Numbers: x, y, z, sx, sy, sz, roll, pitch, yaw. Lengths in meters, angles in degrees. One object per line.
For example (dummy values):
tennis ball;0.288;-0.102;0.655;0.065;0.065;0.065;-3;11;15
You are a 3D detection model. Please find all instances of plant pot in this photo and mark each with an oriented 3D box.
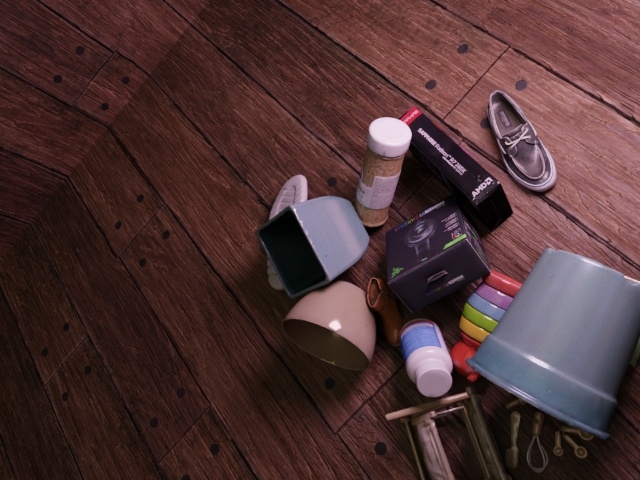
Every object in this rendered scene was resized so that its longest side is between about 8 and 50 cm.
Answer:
plant pot;0.563;0.216;1.315;0.341;0.341;0.333;26;91;33
plant pot;0.051;0.233;1.708;0.284;0.284;0.190;9;58;31
plant pot;0.000;0.000;1.769;0.247;0.252;0.247;-31;86;54

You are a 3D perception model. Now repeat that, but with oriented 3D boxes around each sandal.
sandal;-0.101;-0.023;1.958;0.170;0.102;0.415;-11;63;44

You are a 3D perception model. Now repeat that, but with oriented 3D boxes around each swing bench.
swing bench;0.341;0.546;1.493;0.255;0.165;0.253;-23;64;16

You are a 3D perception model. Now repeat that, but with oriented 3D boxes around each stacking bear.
stacking bear;0.448;0.236;1.533;0.175;0.164;0.288;36;105;56

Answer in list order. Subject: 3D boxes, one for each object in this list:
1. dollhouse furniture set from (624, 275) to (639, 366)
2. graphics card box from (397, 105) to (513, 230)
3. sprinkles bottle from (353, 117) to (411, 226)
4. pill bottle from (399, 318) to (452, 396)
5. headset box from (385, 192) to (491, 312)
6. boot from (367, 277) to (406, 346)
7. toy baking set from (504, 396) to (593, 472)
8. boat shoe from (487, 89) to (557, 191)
dollhouse furniture set;0.777;0.194;1.347;0.302;0.151;0.197;26;81;33
graphics card box;0.386;-0.208;1.660;0.094;0.233;0.370;-42;58;8
sprinkles bottle;0.177;-0.194;1.710;0.121;0.355;0.121;4;50;-4
pill bottle;0.287;0.318;1.550;0.124;0.124;0.221;-37;18;14
headset box;0.316;0.037;1.591;0.246;0.131;0.283;-31;24;22
boot;0.188;0.210;1.685;0.073;0.152;0.197;-17;67;24
toy baking set;0.568;0.476;1.460;0.256;0.030;0.196;-28;64;20
boat shoe;0.563;-0.290;1.653;0.121;0.119;0.335;-32;61;17
